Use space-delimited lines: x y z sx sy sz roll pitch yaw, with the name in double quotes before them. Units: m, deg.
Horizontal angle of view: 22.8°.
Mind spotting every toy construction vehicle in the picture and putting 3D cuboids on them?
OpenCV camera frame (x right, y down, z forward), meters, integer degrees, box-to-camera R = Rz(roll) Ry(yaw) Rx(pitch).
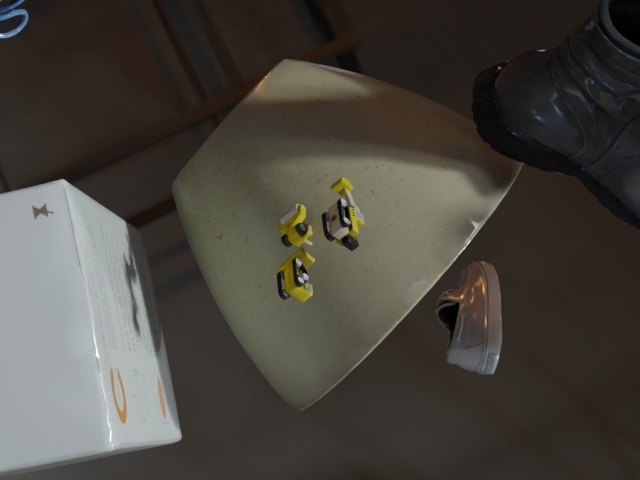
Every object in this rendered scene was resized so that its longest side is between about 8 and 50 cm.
"toy construction vehicle" 0.000 0.000 1.347 0.035 0.086 0.098 34 28 -29

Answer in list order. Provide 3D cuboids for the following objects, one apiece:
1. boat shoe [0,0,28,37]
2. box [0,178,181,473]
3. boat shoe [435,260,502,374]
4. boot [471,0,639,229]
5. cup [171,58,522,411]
"boat shoe" -0.261 -0.191 1.174 0.258 0.109 0.089 -156 -105 -65
"box" -0.244 0.089 1.375 0.345 0.168 0.215 63 15 -82
"boat shoe" 0.156 0.079 1.705 0.184 0.063 0.066 -86 -172 -53
"boot" 0.323 -0.104 1.407 0.223 0.338 0.118 -27 -126 53
"cup" -0.003 -0.035 1.527 0.237 0.331 0.331 41 -2 -2
